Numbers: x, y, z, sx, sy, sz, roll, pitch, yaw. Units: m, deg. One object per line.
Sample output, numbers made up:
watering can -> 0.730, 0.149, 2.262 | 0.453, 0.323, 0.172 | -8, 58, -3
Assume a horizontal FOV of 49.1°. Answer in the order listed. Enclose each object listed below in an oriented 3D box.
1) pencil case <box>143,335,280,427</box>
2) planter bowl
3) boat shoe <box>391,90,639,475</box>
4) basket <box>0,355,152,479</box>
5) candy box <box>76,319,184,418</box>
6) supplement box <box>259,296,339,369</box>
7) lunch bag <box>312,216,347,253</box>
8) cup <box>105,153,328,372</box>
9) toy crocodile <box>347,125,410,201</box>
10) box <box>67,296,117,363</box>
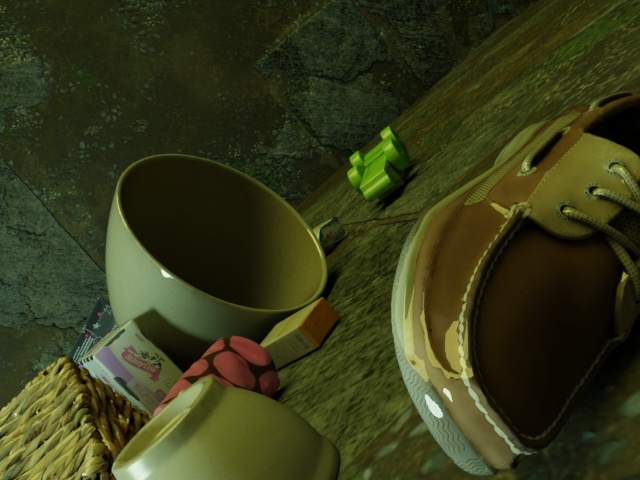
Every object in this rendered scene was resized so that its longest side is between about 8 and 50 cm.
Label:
pencil case -> -0.099, 0.169, 0.702 | 0.098, 0.095, 0.209 | 0, 16, 9
planter bowl -> -0.082, 0.172, 0.517 | 0.162, 0.109, 0.162 | -40, 8, 7
boat shoe -> 0.144, -0.008, 0.403 | 0.116, 0.123, 0.324 | -31, 13, 42
basket -> -0.266, 0.312, 0.691 | 0.299, 0.223, 0.213 | -41, 40, -6
candy box -> -0.246, 0.200, 0.968 | 0.070, 0.165, 0.196 | -45, 8, -27
supplement box -> -0.030, 0.117, 0.860 | 0.098, 0.036, 0.062 | -34, 10, 41
lunch bag -> 0.000, 0.000, 1.356 | 0.071, 0.053, 0.083 | -31, 2, 41
cup -> -0.190, 0.063, 1.067 | 0.237, 0.331, 0.331 | -55, -1, 29
toy crocodile -> 0.132, -0.149, 1.441 | 0.115, 0.105, 0.340 | -38, 12, 17
box -> -0.407, 0.247, 1.314 | 0.247, 0.142, 0.163 | -66, 13, -13
